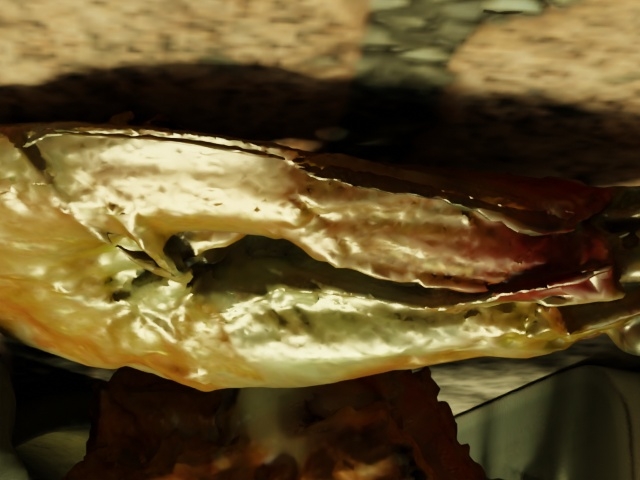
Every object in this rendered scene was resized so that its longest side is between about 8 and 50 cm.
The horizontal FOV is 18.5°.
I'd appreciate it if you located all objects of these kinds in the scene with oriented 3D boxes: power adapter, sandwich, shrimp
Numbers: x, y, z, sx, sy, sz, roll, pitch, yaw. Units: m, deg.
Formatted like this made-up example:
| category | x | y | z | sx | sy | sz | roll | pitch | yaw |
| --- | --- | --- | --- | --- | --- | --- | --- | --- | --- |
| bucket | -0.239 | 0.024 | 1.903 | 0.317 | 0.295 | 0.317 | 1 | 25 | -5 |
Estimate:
| category | x | y | z | sx | sy | sz | roll | pitch | yaw |
| --- | --- | --- | --- | --- | --- | --- | --- | --- | --- |
| power adapter | 0.138 | 0.134 | 0.896 | 0.255 | 0.124 | 0.187 | 10 | 157 | -24 |
| sandwich | -0.022 | 0.141 | 0.785 | 0.292 | 0.212 | 0.109 | -17 | -179 | 18 |
| shrimp | 0.000 | 0.001 | 0.608 | 0.294 | 0.062 | 0.154 | -2 | 155 | 10 |

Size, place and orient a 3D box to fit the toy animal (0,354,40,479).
| category | x | y | z | sx | sy | sz | roll | pitch | yaw |
| --- | --- | --- | --- | --- | --- | --- | --- | --- | --- |
| toy animal | -0.219 | 0.043 | 0.670 | 0.269 | 0.082 | 0.137 | 21 | 161 | -16 |

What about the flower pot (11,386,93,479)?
| category | x | y | z | sx | sy | sz | roll | pitch | yaw |
| --- | --- | --- | --- | --- | --- | --- | --- | --- | --- |
| flower pot | -0.170 | 0.175 | 0.917 | 0.148 | 0.235 | 0.235 | 9 | 171 | 41 |
